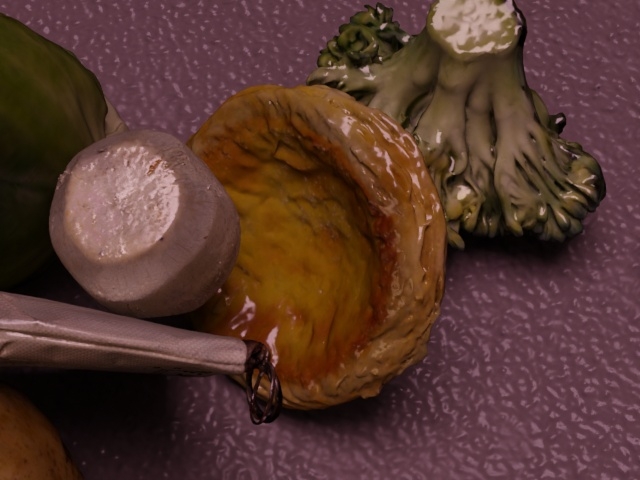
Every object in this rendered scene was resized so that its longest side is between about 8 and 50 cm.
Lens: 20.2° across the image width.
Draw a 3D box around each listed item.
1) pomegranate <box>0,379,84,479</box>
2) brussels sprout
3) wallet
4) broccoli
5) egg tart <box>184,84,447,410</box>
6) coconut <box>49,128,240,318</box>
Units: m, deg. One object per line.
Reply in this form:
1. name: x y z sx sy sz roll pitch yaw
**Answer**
1. pomegranate: -0.324 0.237 1.458 0.281 0.281 0.281 1 57 -1
2. brussels sprout: -0.344 -0.078 1.647 0.354 0.289 0.281 0 19 -41
3. wallet: -0.201 0.091 1.511 0.275 0.335 0.068 13 84 -21
4. broccoli: 0.129 -0.123 1.710 0.288 0.245 0.248 1 57 2
5. egg tart: 0.000 0.000 1.637 0.319 0.319 0.128 44 32 24
6. coconut: -0.152 -0.011 1.573 0.161 0.162 0.161 -2 73 8
